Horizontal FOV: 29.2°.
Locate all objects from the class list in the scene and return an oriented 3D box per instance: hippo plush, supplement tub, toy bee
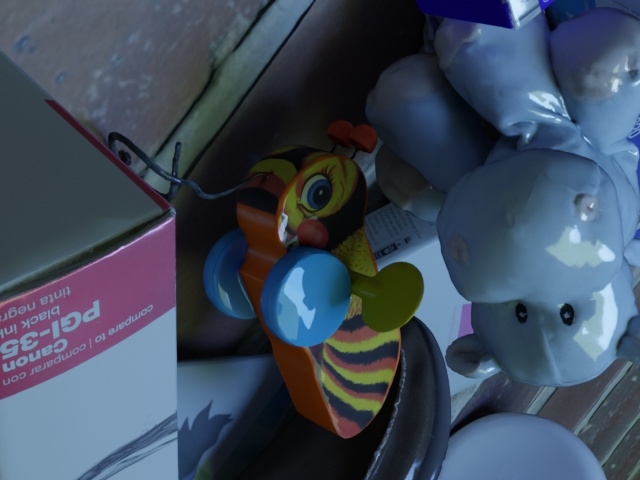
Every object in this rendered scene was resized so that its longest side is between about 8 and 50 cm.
[{"bbox_3d":[0.134,-0.006,0.886,0.236,0.234,0.294,-70,150,-45],"label":"hippo plush"},{"bbox_3d":[0.268,0.390,1.625,0.235,0.235,0.325,-44,149,-13],"label":"supplement tub"},{"bbox_3d":[0.000,0.000,0.888,0.162,0.195,0.298,-45,147,-19],"label":"toy bee"}]

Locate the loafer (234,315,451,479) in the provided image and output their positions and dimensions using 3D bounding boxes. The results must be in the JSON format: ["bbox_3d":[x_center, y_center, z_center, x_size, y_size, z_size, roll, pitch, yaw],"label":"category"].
[{"bbox_3d":[-0.001,0.207,0.980,0.130,0.134,0.366,34,60,-31],"label":"loafer"}]

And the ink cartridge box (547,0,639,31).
[{"bbox_3d":[0.377,-0.216,1.045,0.223,0.307,0.129,-46,149,-8],"label":"ink cartridge box"}]

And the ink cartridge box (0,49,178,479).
[{"bbox_3d":[-0.181,0.055,0.686,0.117,0.207,0.283,-29,143,-32],"label":"ink cartridge box"}]

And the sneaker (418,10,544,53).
[{"bbox_3d":[0.127,-0.181,0.952,0.095,0.104,0.236,-41,147,-14],"label":"sneaker"}]

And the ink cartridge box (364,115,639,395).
[{"bbox_3d":[0.191,0.021,1.184,0.330,0.071,0.324,-27,148,3],"label":"ink cartridge box"}]

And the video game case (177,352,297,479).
[{"bbox_3d":[-0.097,0.260,0.991,0.300,0.036,0.329,2,83,-50],"label":"video game case"}]

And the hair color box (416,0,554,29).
[{"bbox_3d":[0.185,-0.313,0.829,0.339,0.110,0.185,-41,125,-20],"label":"hair color box"}]
